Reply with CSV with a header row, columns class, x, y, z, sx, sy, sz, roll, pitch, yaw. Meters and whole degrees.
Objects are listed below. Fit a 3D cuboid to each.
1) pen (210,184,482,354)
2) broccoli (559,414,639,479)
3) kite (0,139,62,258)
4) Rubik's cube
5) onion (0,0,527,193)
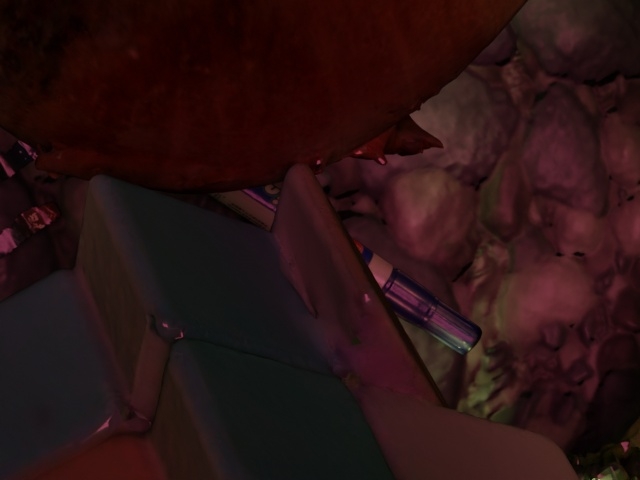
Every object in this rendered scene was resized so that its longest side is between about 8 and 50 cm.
class,x,y,z,sx,sy,sz,roll,pitch,yaw
pen,0.000,0.000,0.993,0.204,0.025,0.025,33,87,-10
broccoli,0.230,0.113,0.985,0.198,0.177,0.275,32,75,-4
kite,-0.232,0.074,0.965,0.310,0.015,0.169,-31,98,-4
Rubik's cube,-0.049,0.185,0.817,0.387,0.358,0.368,-10,140,-24
onion,-0.044,-0.186,0.843,0.353,0.353,0.354,-1,93,-10
